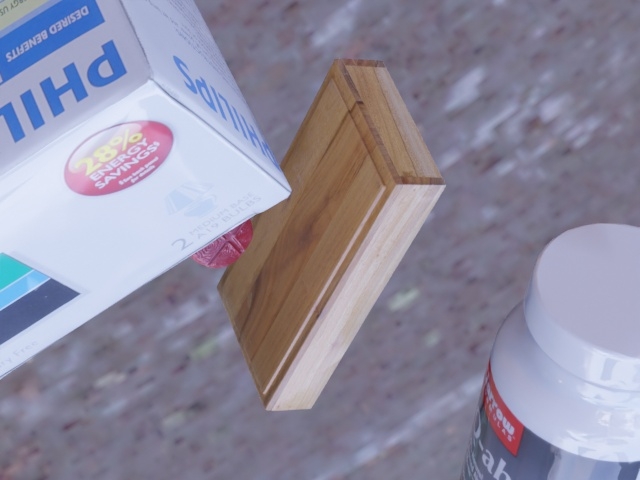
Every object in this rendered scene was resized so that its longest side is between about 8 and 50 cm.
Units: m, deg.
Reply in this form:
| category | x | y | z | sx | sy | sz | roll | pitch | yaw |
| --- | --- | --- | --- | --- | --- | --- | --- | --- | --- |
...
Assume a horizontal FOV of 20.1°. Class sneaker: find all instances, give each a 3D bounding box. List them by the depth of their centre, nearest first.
| category | x | y | z | sx | sy | sz | roll | pitch | yaw |
| --- | --- | --- | --- | --- | --- | --- | --- | --- | --- |
| sneaker | -0.171 | -0.055 | 2.040 | 0.087 | 0.128 | 0.221 | -49 | 141 | 0 |

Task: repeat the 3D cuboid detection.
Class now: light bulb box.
| category | x | y | z | sx | sy | sz | roll | pitch | yaw |
| --- | --- | --- | --- | --- | --- | --- | --- | --- | --- |
| light bulb box | -0.271 | -0.113 | 1.270 | 0.358 | 0.361 | 0.225 | -32 | 152 | 11 |

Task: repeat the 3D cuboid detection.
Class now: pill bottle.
| category | x | y | z | sx | sy | sz | roll | pitch | yaw |
| --- | --- | --- | --- | --- | --- | --- | --- | --- | --- |
| pill bottle | 0.254 | 0.169 | 1.724 | 0.210 | 0.210 | 0.363 | -21 | 141 | -26 |

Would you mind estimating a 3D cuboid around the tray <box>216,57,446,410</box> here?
| category | x | y | z | sx | sy | sz | roll | pitch | yaw |
| --- | --- | --- | --- | --- | --- | --- | --- | --- | --- |
| tray | 0.000 | 0.000 | 2.170 | 0.076 | 0.203 | 0.411 | -1 | 139 | -29 |
